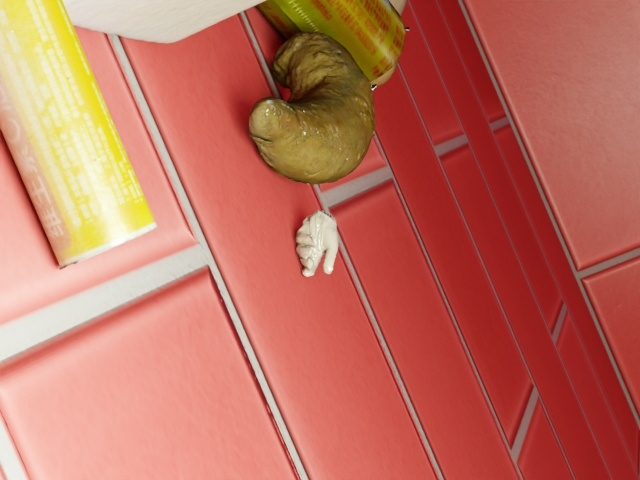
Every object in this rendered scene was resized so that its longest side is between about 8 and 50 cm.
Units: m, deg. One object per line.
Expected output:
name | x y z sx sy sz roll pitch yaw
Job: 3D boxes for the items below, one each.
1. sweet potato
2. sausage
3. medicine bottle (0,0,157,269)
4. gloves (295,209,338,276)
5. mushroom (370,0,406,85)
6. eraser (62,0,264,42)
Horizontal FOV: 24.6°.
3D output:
sweet potato | -0.004 -0.121 1.399 0.124 0.098 0.310 41 22 -10
sausage | -0.020 -0.269 1.534 0.317 0.117 0.125 39 62 -57
medicine bottle | -0.162 -0.096 0.838 0.074 0.074 0.218 -40 108 -75
gloves | -0.001 0.002 1.328 0.044 0.037 0.081 29 39 -3
mushroom | 0.048 -0.328 1.852 0.128 0.128 0.350 55 23 -39
eraser | -0.142 -0.266 1.022 0.331 0.150 0.331 -23 90 -78
